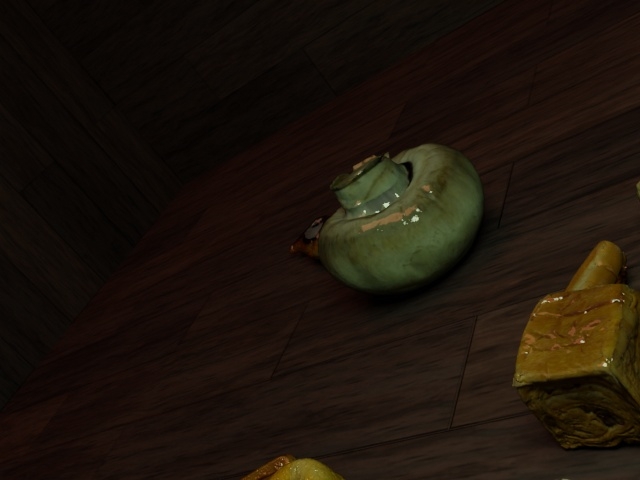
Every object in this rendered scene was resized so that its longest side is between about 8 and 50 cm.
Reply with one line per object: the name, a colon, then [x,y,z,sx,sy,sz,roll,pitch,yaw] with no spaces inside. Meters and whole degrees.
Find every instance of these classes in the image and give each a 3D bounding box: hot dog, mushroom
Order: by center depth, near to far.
hot dog: [0.364,0.105,1.067,0.249,0.076,0.102,-47,-15,-26]
hot dog: [-0.108,0.414,1.257,0.165,0.045,0.071,-34,22,13]
mushroom: [0.151,-0.049,1.490,0.352,0.260,0.352,-35,15,11]

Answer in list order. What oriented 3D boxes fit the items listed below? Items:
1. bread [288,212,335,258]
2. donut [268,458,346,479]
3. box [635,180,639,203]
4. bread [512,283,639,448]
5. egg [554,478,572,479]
bread: [0.007,-0.006,1.907,0.139,0.095,0.269,-41,6,-12]
donut: [-0.044,0.405,1.125,0.190,0.075,0.174,-42,21,-7]
box: [0.545,-0.075,1.101,0.177,0.111,0.111,-35,20,13]
bread: [0.332,0.152,0.907,0.149,0.158,0.143,-13,31,42]
egg: [0.233,0.324,0.648,0.201,0.201,0.244,-38,32,3]
